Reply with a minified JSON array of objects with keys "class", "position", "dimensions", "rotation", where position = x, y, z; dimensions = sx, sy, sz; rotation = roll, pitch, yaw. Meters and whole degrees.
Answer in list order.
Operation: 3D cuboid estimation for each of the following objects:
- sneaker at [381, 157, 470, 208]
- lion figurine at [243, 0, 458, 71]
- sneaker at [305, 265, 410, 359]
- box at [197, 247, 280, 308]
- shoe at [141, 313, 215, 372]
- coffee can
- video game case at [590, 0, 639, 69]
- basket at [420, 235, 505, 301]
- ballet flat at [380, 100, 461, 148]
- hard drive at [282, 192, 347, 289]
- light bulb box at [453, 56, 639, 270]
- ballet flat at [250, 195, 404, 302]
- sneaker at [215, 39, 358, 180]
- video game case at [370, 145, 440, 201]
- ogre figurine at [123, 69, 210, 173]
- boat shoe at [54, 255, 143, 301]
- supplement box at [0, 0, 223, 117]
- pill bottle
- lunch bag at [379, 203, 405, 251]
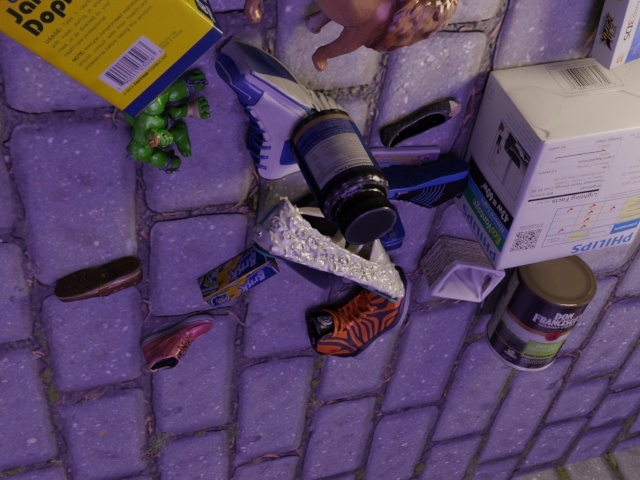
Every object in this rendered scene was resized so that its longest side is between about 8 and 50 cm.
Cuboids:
[{"class":"sneaker","position":[0.201,-0.104,1.766],"dimensions":[0.232,0.081,0.091],"rotation":[-10,131,-16]},{"class":"lion figurine","position":[0.026,-0.393,1.303],"dimensions":[0.240,0.142,0.392],"rotation":[-20,155,35]},{"class":"sneaker","position":[0.078,0.181,2.028],"dimensions":[0.180,0.125,0.321],"rotation":[4,134,-31]},{"class":"box","position":[-0.176,0.076,1.837],"dimensions":[0.168,0.059,0.054],"rotation":[-30,143,9]},{"class":"shoe","position":[-0.315,0.234,1.932],"dimensions":[0.177,0.081,0.063],"rotation":[-22,141,-1]},{"class":"coffee can","position":[0.559,0.175,2.193],"dimensions":[0.201,0.202,0.275],"rotation":[-7,139,-19]},{"class":"video game case","position":[0.650,-0.466,1.588],"dimensions":[0.269,0.061,0.244],"rotation":[-22,143,-16]},{"class":"basket","position":[0.335,0.068,2.040],"dimensions":[0.167,0.103,0.113],"rotation":[11,130,-34]},{"class":"ballet flat","position":[0.200,-0.225,1.684],"dimensions":[0.173,0.049,0.057],"rotation":[-25,142,2]},{"class":"hard drive","position":[0.000,0.000,1.839],"dimensions":[0.172,0.054,0.254],"rotation":[-34,139,13]},{"class":"light bulb box","position":[0.507,-0.161,1.767],"dimensions":[0.357,0.225,0.361],"rotation":[-10,140,-17]},{"class":"ballet flat","position":[0.045,0.019,1.742],"dimensions":[0.408,0.147,0.147],"rotation":[22,123,-39]},{"class":"sneaker","position":[-0.083,-0.200,1.516],"dimensions":[0.182,0.127,0.315],"rotation":[-42,139,19]},{"class":"video game case","position":[0.159,-0.137,1.790],"dimensions":[0.157,0.019,0.143],"rotation":[-4,137,-21]},{"class":"ogre figurine","position":[-0.268,-0.196,1.464],"dimensions":[0.118,0.097,0.197],"rotation":[-12,159,-41]},{"class":"boat shoe","position":[-0.442,0.090,1.721],"dimensions":[0.177,0.064,0.060],"rotation":[-18,139,-10]},{"class":"supplement box","position":[-0.333,-0.365,1.152],"dimensions":[0.195,0.194,0.356],"rotation":[-38,139,18]},{"class":"pill bottle","position":[0.040,-0.105,1.431],"dimensions":[0.122,0.219,0.123],"rotation":[-19,148,-12]},{"class":"lunch bag","position":[0.141,-0.032,1.842],"dimensions":[0.067,0.099,0.065],"rotation":[-16,159,-12]}]
